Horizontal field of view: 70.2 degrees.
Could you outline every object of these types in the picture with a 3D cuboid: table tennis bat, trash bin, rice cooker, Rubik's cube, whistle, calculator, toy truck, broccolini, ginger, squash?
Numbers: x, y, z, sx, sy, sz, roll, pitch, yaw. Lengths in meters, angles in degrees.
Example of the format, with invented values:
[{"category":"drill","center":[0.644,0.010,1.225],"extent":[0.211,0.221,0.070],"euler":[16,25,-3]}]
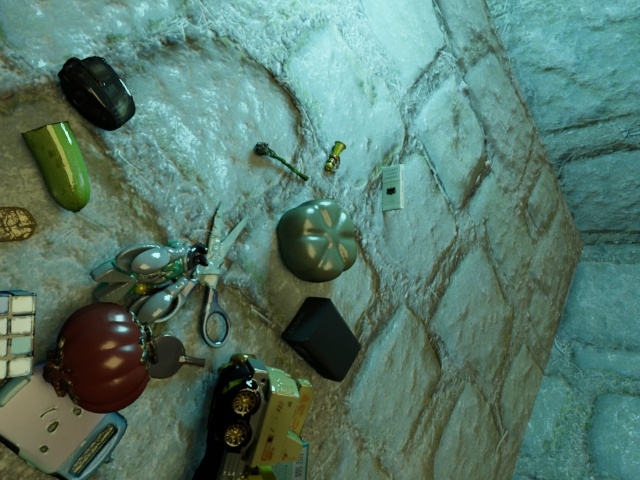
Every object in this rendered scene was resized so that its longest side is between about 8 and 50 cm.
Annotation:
[{"category":"table tennis bat","center":[-0.336,0.294,1.106],"extent":[0.170,0.119,0.107],"euler":[22,74,-37]},{"category":"trash bin","center":[0.012,0.313,1.429],"extent":[0.225,0.115,0.165],"euler":[55,54,-30]},{"category":"rice cooker","center":[-0.492,-0.327,1.010],"extent":[0.106,0.112,0.165],"euler":[-48,118,-39]},{"category":"Rubik's cube","center":[-0.623,0.173,0.835],"extent":[0.154,0.151,0.155],"euler":[2,87,-41]},{"category":"whistle","center":[0.047,-0.279,1.553],"extent":[0.046,0.057,0.109],"euler":[23,77,8]},{"category":"calculator","center":[-0.545,0.388,0.956],"extent":[0.293,0.051,0.173],"euler":[54,54,-25]},{"category":"toy truck","center":[-0.170,0.509,1.129],"extent":[0.254,0.180,0.405],"euler":[16,88,-18]},{"category":"broccolini","center":[-0.115,-0.242,1.405],"extent":[0.218,0.042,0.044],"euler":[28,68,-44]},{"category":"ginger","center":[-0.204,0.372,1.253],"extent":[0.162,0.073,0.103],"euler":[52,60,-21]},{"category":"squash","center":[-0.545,-0.152,0.970],"extent":[0.095,0.095,0.188],"euler":[-30,110,-39]}]

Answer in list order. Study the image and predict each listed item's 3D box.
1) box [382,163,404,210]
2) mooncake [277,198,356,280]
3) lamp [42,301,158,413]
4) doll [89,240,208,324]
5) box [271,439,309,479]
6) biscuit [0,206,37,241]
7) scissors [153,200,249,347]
[{"category":"box","center":[0.271,-0.196,1.704],"extent":[0.024,0.090,0.167],"euler":[4,84,-42]},{"category":"mooncake","center":[0.000,0.000,1.421],"extent":[0.275,0.135,0.275],"euler":[8,78,-40]},{"category":"lamp","center":[-0.446,0.239,0.927],"extent":[0.227,0.227,0.227],"euler":[3,85,-42]},{"category":"doll","center":[-0.383,0.066,1.043],"extent":[0.258,0.153,0.195],"euler":[-43,132,-19]},{"category":"box","center":[-0.124,0.697,1.288],"extent":[0.153,0.092,0.245],"euler":[11,81,-42]},{"category":"biscuit","center":[-0.652,-0.032,0.909],"extent":[0.147,0.018,0.071],"euler":[-4,89,-43]},{"category":"scissors","center":[-0.292,0.075,1.219],"extent":[0.256,0.029,0.383],"euler":[34,63,-31]}]
